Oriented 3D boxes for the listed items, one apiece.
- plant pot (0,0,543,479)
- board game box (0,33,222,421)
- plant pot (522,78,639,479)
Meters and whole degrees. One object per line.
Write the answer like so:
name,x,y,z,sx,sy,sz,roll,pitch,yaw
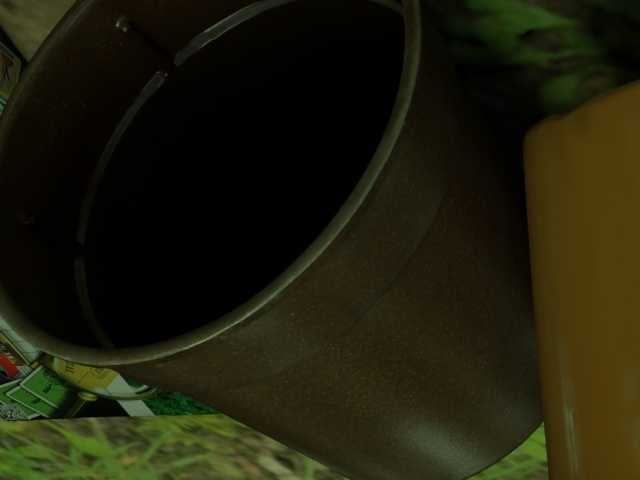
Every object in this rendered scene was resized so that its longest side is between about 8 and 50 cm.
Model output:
plant pot,0.000,0.000,0.595,0.167,0.167,0.165,-11,146,31
board game box,-0.140,-0.001,0.749,0.136,0.030,0.260,-7,141,24
plant pot,0.148,0.038,0.532,0.205,0.188,0.205,-15,176,-1
